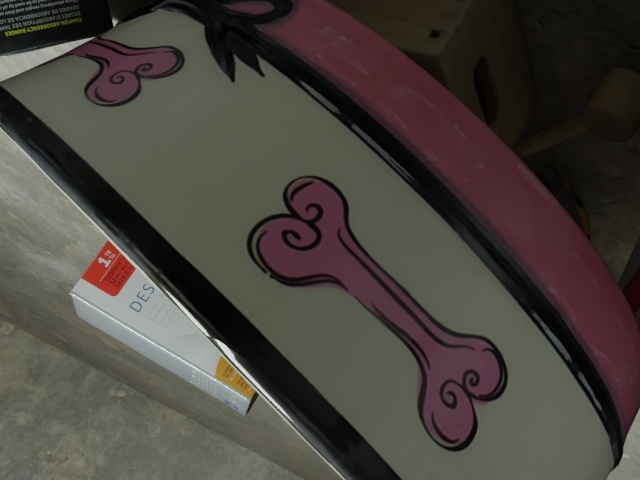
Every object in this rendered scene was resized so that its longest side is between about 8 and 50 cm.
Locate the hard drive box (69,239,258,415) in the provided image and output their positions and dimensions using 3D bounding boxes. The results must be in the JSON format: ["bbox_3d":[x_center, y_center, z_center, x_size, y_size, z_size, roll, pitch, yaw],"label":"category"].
[{"bbox_3d":[-0.136,0.061,1.078,0.232,0.181,0.089,29,158,4],"label":"hard drive box"}]

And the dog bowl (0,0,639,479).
[{"bbox_3d":[0.005,0.024,0.542,0.408,0.150,0.408,45,171,9],"label":"dog bowl"}]

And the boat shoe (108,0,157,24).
[{"bbox_3d":[-0.051,-0.194,0.500,0.096,0.088,0.267,41,148,-21],"label":"boat shoe"}]

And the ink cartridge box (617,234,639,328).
[{"bbox_3d":[0.347,0.029,0.385,0.384,0.160,0.279,27,159,13],"label":"ink cartridge box"}]

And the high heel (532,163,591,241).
[{"bbox_3d":[0.106,-0.017,0.768,0.261,0.093,0.186,30,140,39],"label":"high heel"}]

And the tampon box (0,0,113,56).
[{"bbox_3d":[-0.201,-0.196,0.559,0.120,0.101,0.161,30,133,59],"label":"tampon box"}]

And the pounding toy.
[{"bbox_3d":[0.090,-0.081,0.583,0.206,0.094,0.181,18,154,33],"label":"pounding toy"}]
